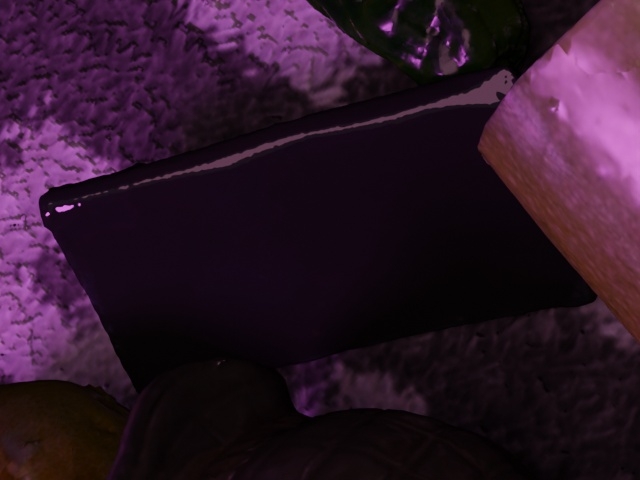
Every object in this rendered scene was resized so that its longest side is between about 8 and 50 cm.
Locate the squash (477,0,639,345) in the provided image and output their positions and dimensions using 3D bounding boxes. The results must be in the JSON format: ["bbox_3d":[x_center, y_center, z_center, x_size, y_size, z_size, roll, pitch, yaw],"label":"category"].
[{"bbox_3d":[0.289,0.026,0.834,0.263,0.263,0.384,-42,78,15],"label":"squash"}]

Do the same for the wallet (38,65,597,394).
[{"bbox_3d":[0.000,0.000,1.031,0.285,0.030,0.146,-14,114,18],"label":"wallet"}]

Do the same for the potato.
[{"bbox_3d":[-0.174,0.193,1.065,0.253,0.148,0.186,-54,50,19],"label":"potato"}]

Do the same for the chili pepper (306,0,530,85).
[{"bbox_3d":[0.019,-0.150,1.031,0.257,0.074,0.100,37,105,20],"label":"chili pepper"}]

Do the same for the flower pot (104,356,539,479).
[{"bbox_3d":[-0.014,0.222,0.932,0.213,0.302,0.302,22,98,23],"label":"flower pot"}]
